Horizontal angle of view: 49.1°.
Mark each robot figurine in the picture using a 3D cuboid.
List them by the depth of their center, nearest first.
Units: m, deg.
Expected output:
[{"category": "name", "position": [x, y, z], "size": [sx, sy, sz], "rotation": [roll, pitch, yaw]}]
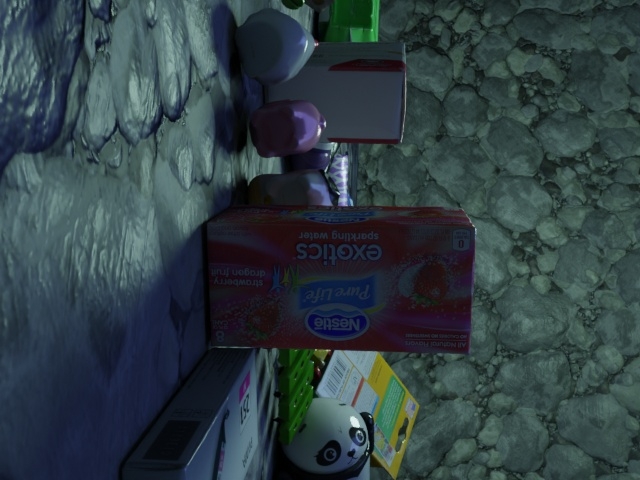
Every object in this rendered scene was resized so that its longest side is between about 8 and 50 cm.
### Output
[{"category": "robot figurine", "position": [0.012, 0.434, 1.343], "size": [0.209, 0.173, 0.278], "rotation": [-77, 166, -60]}]

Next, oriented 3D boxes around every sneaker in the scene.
[{"category": "sneaker", "position": [-0.017, -0.182, 1.442], "size": [0.283, 0.107, 0.124], "rotation": [-61, 166, -69]}]

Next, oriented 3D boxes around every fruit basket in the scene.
[{"category": "fruit basket", "position": [0.057, -0.540, 1.881], "size": [0.353, 0.165, 0.327], "rotation": [118, -23, -69]}]

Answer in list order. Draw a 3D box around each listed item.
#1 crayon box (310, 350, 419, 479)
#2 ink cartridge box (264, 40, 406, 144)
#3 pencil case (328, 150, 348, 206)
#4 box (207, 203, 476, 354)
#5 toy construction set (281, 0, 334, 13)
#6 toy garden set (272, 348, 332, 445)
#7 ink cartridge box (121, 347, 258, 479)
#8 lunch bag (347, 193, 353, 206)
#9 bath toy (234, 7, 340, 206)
[{"category": "crayon box", "position": [0.081, 0.345, 1.524], "size": [0.323, 0.083, 0.203], "rotation": [53, 44, -27]}, {"category": "ink cartridge box", "position": [0.038, -0.268, 1.232], "size": [0.306, 0.226, 0.131], "rotation": [-71, 161, -68]}, {"category": "pencil case", "position": [0.028, -0.131, 1.835], "size": [0.088, 0.086, 0.206], "rotation": [-151, -119, -71]}, {"category": "box", "position": [0.026, 0.042, 0.840], "size": [0.142, 0.300, 0.154], "rotation": [-66, 157, -77]}, {"category": "toy construction set", "position": [-0.007, -0.481, 1.004], "size": [0.309, 0.257, 0.237], "rotation": [47, 54, -51]}, {"category": "toy garden set", "position": [-0.035, 0.199, 1.221], "size": [0.204, 0.049, 0.244], "rotation": [-56, 156, -48]}, {"category": "ink cartridge box", "position": [-0.116, 0.266, 0.707], "size": [0.275, 0.060, 0.239], "rotation": [-61, 150, -76]}, {"category": "lunch bag", "position": [0.061, -0.026, 2.015], "size": [0.219, 0.090, 0.176], "rotation": [81, -2, -53]}, {"category": "bath toy", "position": [-0.042, -0.136, 0.967], "size": [0.129, 0.151, 0.348], "rotation": [-25, 112, -55]}]
